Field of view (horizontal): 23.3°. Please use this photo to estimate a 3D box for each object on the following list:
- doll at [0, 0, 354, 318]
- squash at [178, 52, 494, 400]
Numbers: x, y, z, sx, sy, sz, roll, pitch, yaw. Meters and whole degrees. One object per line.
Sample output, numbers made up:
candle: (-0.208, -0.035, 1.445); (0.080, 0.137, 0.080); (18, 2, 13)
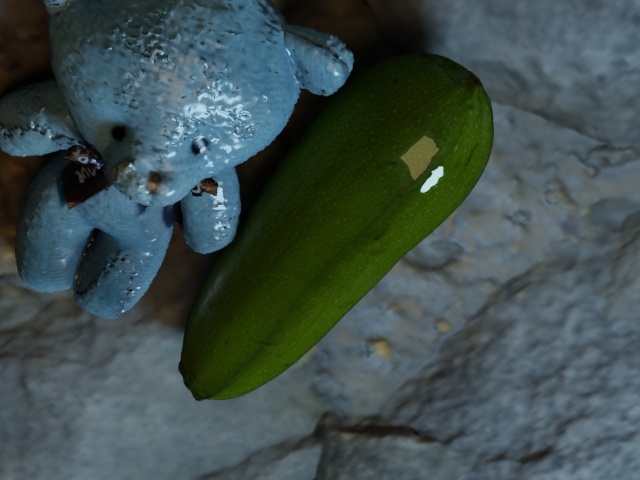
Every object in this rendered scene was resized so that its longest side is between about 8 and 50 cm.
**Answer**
doll: (-0.072, -0.029, 0.590); (0.120, 0.075, 0.179); (18, 123, -17)
squash: (0.000, 0.000, 0.634); (0.066, 0.066, 0.201); (22, 128, -24)
